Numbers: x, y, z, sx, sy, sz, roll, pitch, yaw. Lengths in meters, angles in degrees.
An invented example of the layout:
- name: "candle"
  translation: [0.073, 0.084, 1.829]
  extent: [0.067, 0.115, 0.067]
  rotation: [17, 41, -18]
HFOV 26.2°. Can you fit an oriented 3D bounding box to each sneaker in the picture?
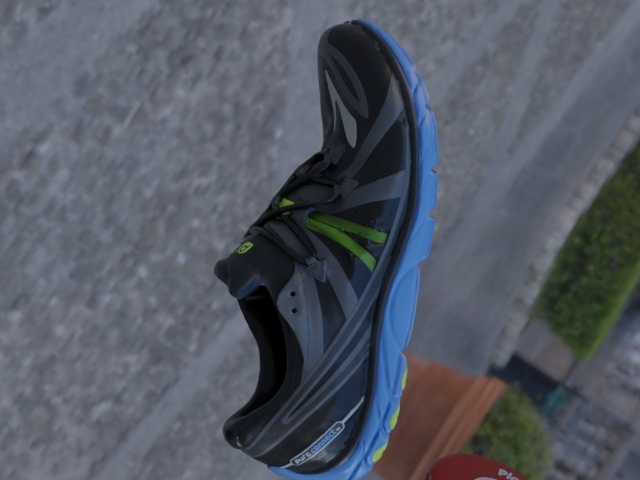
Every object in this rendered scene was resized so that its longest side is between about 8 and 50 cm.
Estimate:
- name: "sneaker"
  translation: [0.000, 0.000, 0.544]
  extent: [0.067, 0.078, 0.188]
  rotation: [160, -60, -76]

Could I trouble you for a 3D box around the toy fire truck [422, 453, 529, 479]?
- name: "toy fire truck"
  translation: [0.195, 0.295, 1.036]
  extent: [0.254, 0.302, 0.169]
  rotation: [5, 117, -26]
